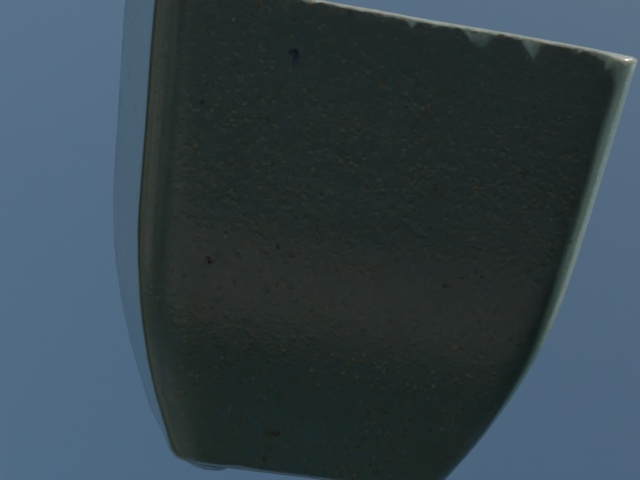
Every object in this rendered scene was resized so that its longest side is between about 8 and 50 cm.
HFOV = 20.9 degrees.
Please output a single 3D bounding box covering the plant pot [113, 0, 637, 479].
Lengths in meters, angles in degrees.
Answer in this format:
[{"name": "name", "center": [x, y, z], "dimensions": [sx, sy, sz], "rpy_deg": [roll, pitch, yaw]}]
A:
[{"name": "plant pot", "center": [0.000, 0.000, 0.972], "dimensions": [0.247, 0.248, 0.252], "rpy_deg": [-150, -110, -78]}]
